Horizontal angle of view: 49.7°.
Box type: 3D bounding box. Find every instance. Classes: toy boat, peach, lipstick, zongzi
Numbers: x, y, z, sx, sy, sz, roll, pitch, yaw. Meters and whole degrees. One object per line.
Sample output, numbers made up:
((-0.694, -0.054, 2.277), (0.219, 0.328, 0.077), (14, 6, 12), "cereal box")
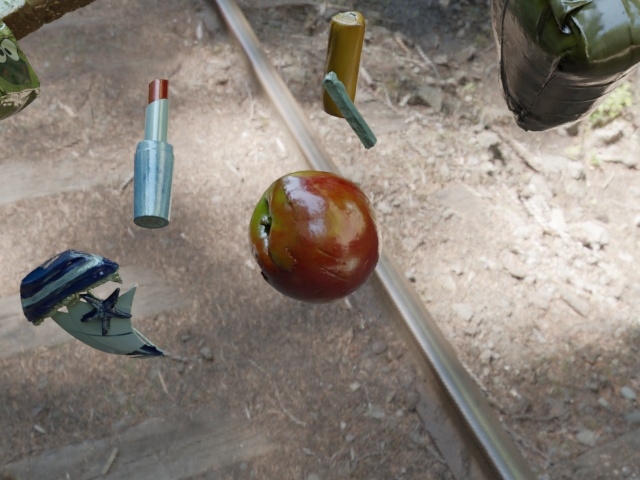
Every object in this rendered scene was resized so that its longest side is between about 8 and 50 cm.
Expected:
((-0.394, 0.121, 1.255), (0.292, 0.210, 0.070), (27, 33, -19), "toy boat")
((0.000, 0.000, 0.961), (0.198, 0.197, 0.197), (5, 46, -5), "peach")
((-0.282, -0.156, 1.177), (0.068, 0.061, 0.273), (3, 68, -15), "lipstick")
((0.264, -0.330, 0.868), (0.160, 0.323, 0.360), (-23, 82, -1), "zongzi")

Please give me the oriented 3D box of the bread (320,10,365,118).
((0.046, -0.395, 1.560), (0.074, 0.239, 0.092), (-6, 35, -20), "bread")

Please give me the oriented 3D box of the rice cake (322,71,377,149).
((0.041, -0.176, 0.941), (0.022, 0.121, 0.022), (-21, 32, 29), "rice cake")

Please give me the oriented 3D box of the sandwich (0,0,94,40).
((-0.629, -0.534, 1.396), (0.288, 0.099, 0.254), (-38, 85, -19), "sandwich")

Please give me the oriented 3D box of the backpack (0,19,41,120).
((-0.591, -0.312, 1.136), (0.140, 0.253, 0.207), (-26, 17, 9), "backpack")
